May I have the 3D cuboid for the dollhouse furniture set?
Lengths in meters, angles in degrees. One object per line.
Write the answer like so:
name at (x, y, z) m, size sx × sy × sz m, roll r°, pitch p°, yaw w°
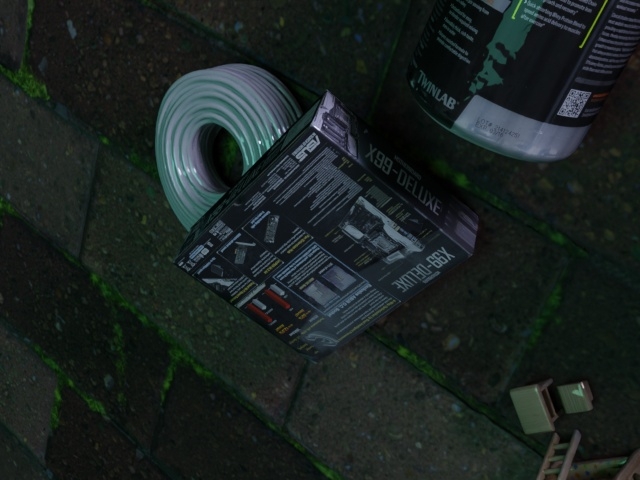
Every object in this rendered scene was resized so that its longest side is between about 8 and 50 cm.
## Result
dollhouse furniture set at (0.307, 0.225, 0.929) m, size 0.181 × 0.101 × 0.161 m, roll -21°, pitch 89°, yaw 40°

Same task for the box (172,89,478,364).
box at (0.000, 0.000, 1.052) m, size 0.242 × 0.077 × 0.307 m, roll 37°, pitch 130°, yaw -15°

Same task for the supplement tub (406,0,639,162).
supplement tub at (0.223, -0.249, 0.802) m, size 0.193 × 0.193 × 0.316 m, roll 39°, pitch 123°, yaw 24°

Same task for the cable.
cable at (-0.126, -0.114, 1.182) m, size 0.257 × 0.089 × 0.257 m, roll 29°, pitch 119°, yaw 29°
